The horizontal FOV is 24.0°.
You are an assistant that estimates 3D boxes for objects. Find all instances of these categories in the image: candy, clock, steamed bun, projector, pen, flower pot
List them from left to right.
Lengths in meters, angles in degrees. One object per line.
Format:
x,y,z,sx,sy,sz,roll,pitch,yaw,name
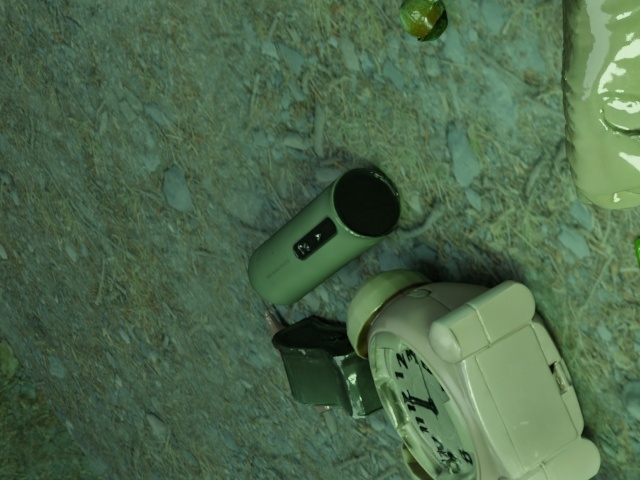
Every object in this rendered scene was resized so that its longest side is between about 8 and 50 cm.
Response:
-0.040,0.197,2.489,0.197,0.032,0.053,57,151,2,pen
0.000,0.000,2.181,0.108,0.108,0.337,58,151,4,projector
0.021,0.194,2.320,0.229,0.103,0.108,7,120,55,flower pot
0.154,-0.302,1.750,0.061,0.061,0.202,55,142,10,candy
0.186,0.198,2.007,0.326,0.184,0.342,-4,107,62,clock
0.330,-0.195,1.366,0.219,0.310,0.324,0,107,12,steamed bun

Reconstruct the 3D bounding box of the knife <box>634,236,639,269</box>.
0.395,0.073,1.728,0.078,0.023,0.166,-4,113,52,knife
